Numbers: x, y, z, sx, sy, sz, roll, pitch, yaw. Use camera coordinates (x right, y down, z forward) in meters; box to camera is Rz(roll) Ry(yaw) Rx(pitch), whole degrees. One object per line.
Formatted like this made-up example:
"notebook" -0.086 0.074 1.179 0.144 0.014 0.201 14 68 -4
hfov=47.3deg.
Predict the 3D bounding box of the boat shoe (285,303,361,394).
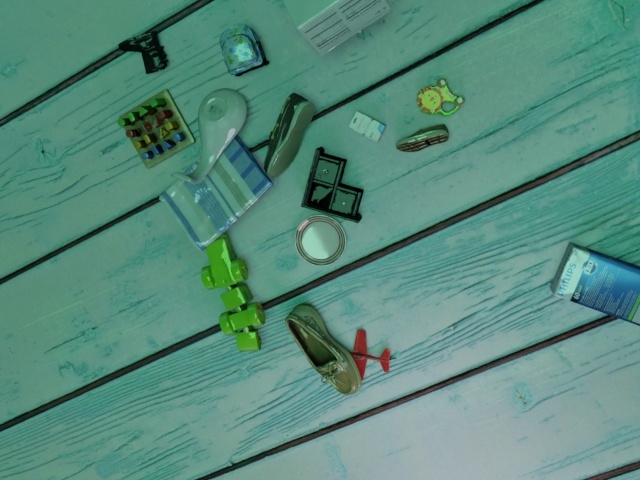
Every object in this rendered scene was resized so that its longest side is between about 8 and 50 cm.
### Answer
"boat shoe" 0.001 0.307 1.972 0.104 0.089 0.285 -38 89 30

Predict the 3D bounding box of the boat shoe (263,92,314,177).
"boat shoe" -0.092 -0.270 1.889 0.069 0.081 0.227 42 116 27

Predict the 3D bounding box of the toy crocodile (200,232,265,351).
"toy crocodile" -0.232 0.146 1.995 0.115 0.105 0.340 -20 93 15

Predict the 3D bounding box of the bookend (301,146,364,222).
"bookend" 0.048 -0.143 1.887 0.157 0.072 0.156 17 104 6

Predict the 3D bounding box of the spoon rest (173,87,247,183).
"spoon rest" -0.286 -0.270 1.904 0.137 0.084 0.276 23 82 20

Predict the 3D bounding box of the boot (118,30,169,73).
"boot" -0.466 -0.489 1.931 0.121 0.045 0.099 -14 102 13

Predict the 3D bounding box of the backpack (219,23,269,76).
"backpack" -0.202 -0.487 1.858 0.105 0.084 0.114 -18 95 12

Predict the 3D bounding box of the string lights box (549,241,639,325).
"string lights box" 0.721 0.113 1.809 0.260 0.077 0.133 21 104 6

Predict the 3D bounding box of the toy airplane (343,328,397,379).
"toy airplane" 0.131 0.320 1.990 0.151 0.028 0.151 3 104 11

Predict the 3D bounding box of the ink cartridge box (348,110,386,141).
"ink cartridge box" 0.119 -0.292 1.865 0.083 0.028 0.048 29 105 4

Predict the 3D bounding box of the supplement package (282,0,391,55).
"supplement package" 0.007 -0.612 1.710 0.204 0.145 0.262 -30 67 15

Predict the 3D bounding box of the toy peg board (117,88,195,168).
"toy peg board" -0.448 -0.294 1.948 0.161 0.079 0.160 -27 95 15

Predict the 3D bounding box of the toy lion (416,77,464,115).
"toy lion" 0.294 -0.349 1.821 0.100 0.034 0.096 45 113 -1

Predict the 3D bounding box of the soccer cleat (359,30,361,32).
"soccer cleat" 0.120 -0.602 1.789 0.076 0.068 0.196 31 94 -41

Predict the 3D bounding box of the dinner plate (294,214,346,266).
"dinner plate" 0.000 0.000 1.955 0.141 0.017 0.141 2 101 10

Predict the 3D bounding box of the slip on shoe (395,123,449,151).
"slip on shoe" 0.255 -0.260 1.842 0.135 0.051 0.041 -15 59 21

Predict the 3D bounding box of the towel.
"towel" -0.283 -0.132 1.944 0.285 0.034 0.209 -41 74 15
